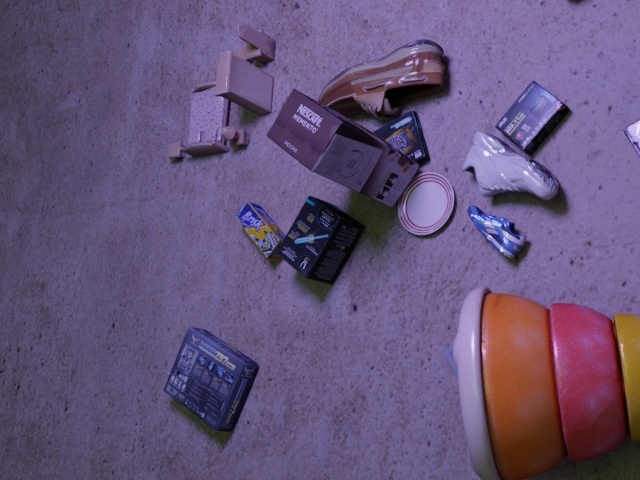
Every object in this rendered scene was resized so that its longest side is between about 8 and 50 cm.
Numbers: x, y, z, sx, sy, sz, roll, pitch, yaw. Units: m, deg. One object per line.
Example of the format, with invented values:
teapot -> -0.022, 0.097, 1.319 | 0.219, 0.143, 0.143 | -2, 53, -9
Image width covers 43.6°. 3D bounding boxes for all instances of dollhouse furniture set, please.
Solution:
dollhouse furniture set -> -0.317, -0.406, 2.166 | 0.355, 0.173, 0.303 | -6, 74, 36

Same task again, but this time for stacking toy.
stacking toy -> 0.482, 0.232, 1.328 | 0.479, 0.350, 0.351 | -7, 73, 20

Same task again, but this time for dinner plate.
dinner plate -> 0.232, -0.079, 1.750 | 0.141, 0.017, 0.141 | -11, 71, 35

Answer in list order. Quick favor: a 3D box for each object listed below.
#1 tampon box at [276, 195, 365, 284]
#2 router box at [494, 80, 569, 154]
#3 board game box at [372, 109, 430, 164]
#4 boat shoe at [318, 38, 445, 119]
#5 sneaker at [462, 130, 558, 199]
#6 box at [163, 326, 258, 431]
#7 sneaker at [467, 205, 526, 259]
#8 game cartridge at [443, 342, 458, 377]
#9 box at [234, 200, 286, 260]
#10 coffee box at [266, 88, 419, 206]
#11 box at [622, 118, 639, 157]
tampon box -> 0.000, 0.000, 1.854 | 0.120, 0.101, 0.161 | 38, 102, 39
router box -> 0.429, -0.249, 1.628 | 0.122, 0.038, 0.092 | -52, 52, 15
board game box -> 0.154, -0.203, 1.838 | 0.186, 0.026, 0.126 | -26, 63, 31
boat shoe -> 0.137, -0.342, 1.831 | 0.324, 0.122, 0.120 | -21, 69, 33
sneaker -> 0.378, -0.126, 1.615 | 0.232, 0.090, 0.115 | 45, 113, 46
box -> -0.277, 0.343, 2.004 | 0.232, 0.059, 0.184 | 23, 93, 40
sneaker -> 0.357, -0.027, 1.618 | 0.059, 0.053, 0.144 | -50, 62, 17
game cartridge -> 0.290, 0.243, 1.619 | 0.056, 0.017, 0.083 | -43, 56, 25
box -> -0.144, -0.025, 2.004 | 0.059, 0.054, 0.169 | -52, 53, 15
coffee box -> 0.052, -0.192, 1.704 | 0.168, 0.297, 0.119 | 41, 104, 37
box -> 0.700, -0.176, 1.384 | 0.270, 0.060, 0.216 | -33, 60, 26
